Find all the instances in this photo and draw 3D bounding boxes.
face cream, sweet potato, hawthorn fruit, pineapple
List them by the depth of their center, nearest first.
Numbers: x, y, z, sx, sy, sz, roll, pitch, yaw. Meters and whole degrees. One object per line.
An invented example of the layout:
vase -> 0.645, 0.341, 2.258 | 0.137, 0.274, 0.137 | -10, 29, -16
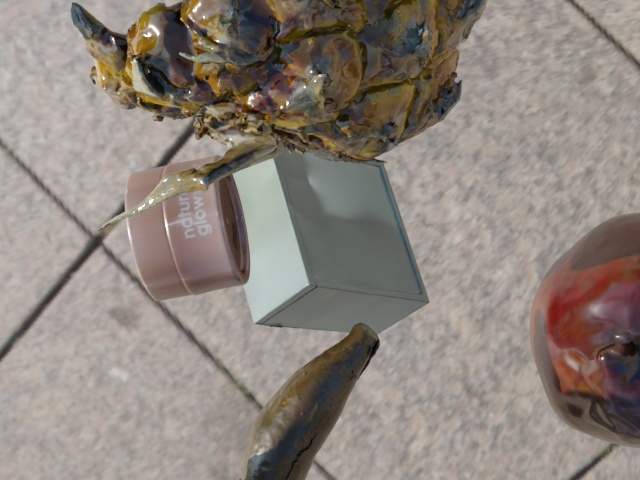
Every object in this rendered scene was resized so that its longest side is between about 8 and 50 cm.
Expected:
pineapple -> -0.009, -0.112, 0.820 | 0.335, 0.161, 0.158 | -15, 101, -2
face cream -> -0.145, -0.014, 1.413 | 0.104, 0.149, 0.149 | -11, 98, 7
sweet potato -> -0.028, 0.217, 1.509 | 0.085, 0.112, 0.285 | 29, 86, 11
hawthorn fruit -> 0.413, 0.126, 1.623 | 0.308, 0.324, 0.308 | 5, 126, 7

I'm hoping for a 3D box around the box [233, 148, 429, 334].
box -> 0.000, 0.000, 1.674 | 0.117, 0.225, 0.225 | -36, 59, 36
